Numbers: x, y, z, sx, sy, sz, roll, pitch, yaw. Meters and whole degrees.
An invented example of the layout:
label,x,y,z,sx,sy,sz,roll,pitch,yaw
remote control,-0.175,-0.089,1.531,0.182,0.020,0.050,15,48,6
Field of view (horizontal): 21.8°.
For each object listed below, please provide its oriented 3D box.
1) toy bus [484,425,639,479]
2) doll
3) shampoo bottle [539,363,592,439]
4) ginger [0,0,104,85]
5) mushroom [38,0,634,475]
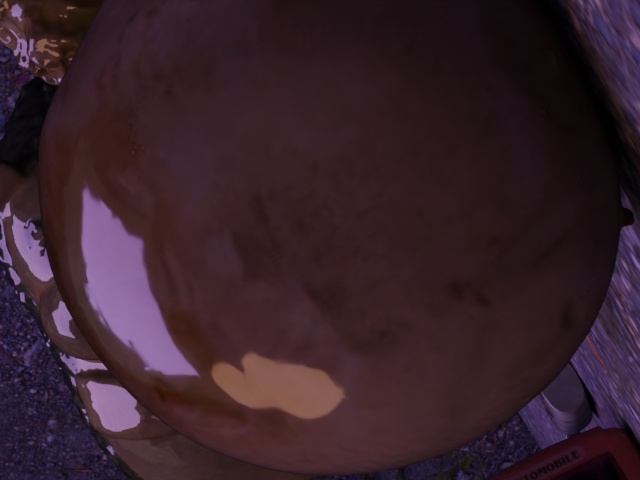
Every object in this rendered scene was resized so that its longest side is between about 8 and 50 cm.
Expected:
label,x,y,z,sx,sy,sz,roll,pitch,yaw
toy bus,0.267,0.334,1.666,0.427,0.203,0.233,60,-175,-71
doll,-0.089,0.033,1.136,0.349,0.247,0.247,56,-178,-22
shampoo bottle,0.262,0.174,1.782,0.077,0.045,0.152,60,-178,26
ginger,-0.091,-0.204,0.932,0.109,0.263,0.116,43,-176,-10
mushroom,0.008,-0.039,0.854,0.292,0.292,0.290,60,-162,-10
